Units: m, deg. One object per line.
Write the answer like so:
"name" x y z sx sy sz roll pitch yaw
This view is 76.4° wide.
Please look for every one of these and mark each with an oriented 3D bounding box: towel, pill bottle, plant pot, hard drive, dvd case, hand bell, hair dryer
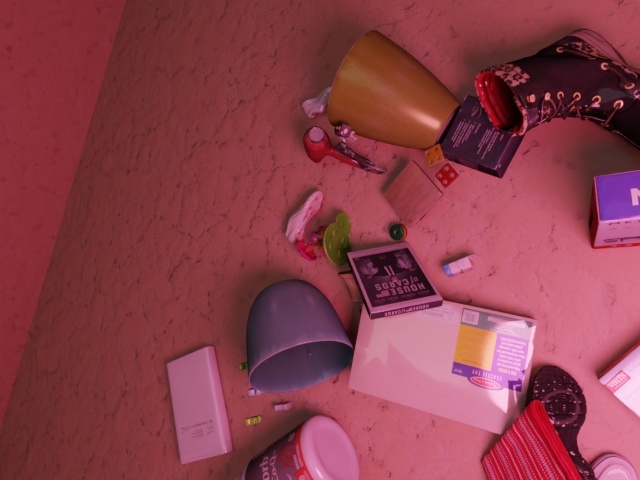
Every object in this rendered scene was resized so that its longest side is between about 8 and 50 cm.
"towel" 0.411 0.475 0.809 0.199 0.031 0.275 -96 14 -51
"pill bottle" -0.087 0.662 1.119 0.363 0.210 0.210 -42 62 19
"plant pot" 0.216 -0.373 1.109 0.293 0.274 0.275 33 100 15
"hard drive" -0.440 0.586 1.455 0.232 0.047 0.353 -27 69 26
"dvd case" 0.179 0.094 1.040 0.179 0.030 0.239 -10 35 -6
"plant pot" -0.078 0.254 1.152 0.293 0.293 0.235 -38 49 21
"hand bell" 0.126 0.205 1.149 0.126 0.126 0.242 -7 90 31
"hair dryer" 0.043 -0.256 1.230 0.080 0.223 0.293 -54 34 -10

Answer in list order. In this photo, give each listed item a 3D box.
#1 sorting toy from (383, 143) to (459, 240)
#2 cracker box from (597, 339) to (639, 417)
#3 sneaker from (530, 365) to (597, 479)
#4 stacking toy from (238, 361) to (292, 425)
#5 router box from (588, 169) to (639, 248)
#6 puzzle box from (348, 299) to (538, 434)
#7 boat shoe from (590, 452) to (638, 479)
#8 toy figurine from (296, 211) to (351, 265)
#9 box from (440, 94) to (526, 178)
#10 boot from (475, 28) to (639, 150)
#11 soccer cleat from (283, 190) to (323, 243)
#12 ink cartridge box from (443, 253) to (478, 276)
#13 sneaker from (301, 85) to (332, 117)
"sorting toy" 0.264 -0.132 1.112 0.132 0.046 0.275 56 129 25
"cracker box" 0.691 0.305 0.774 0.156 0.067 0.232 -50 61 14
"sneaker" 0.490 0.413 0.857 0.108 0.130 0.287 6 60 11
"stacking toy" -0.168 0.435 1.209 0.052 0.221 0.167 -16 77 26
"router box" 0.672 -0.058 0.712 0.335 0.301 0.082 -6 78 32
"puzzle box" 0.287 0.281 0.993 0.408 0.052 0.273 10 86 21
"boat shoe" 0.542 0.545 0.779 0.096 0.088 0.268 28 79 28
"toy figurine" 0.000 0.000 1.255 0.159 0.130 0.173 -8 55 41
"box" 0.417 -0.263 1.035 0.158 0.093 0.156 31 98 34
"boot" 0.538 -0.285 0.861 0.284 0.138 0.378 -19 63 -8
"soccer cleat" -0.060 -0.082 1.325 0.076 0.068 0.196 38 105 35
"ink cartridge box" 0.362 0.065 1.037 0.083 0.048 0.028 -27 68 26
"sneaker" 0.010 -0.463 1.362 0.152 0.053 0.061 -24 84 30
